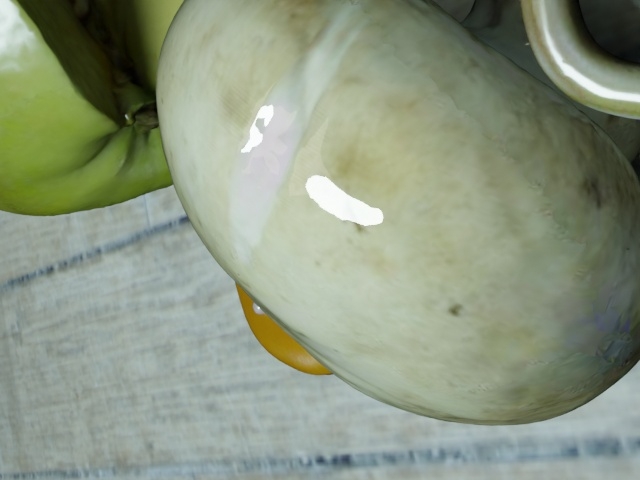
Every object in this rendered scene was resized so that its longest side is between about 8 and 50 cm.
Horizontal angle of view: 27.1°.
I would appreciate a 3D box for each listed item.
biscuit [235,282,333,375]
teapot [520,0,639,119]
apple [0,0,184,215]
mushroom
[{"bbox_3d":[-0.003,0.000,0.759,0.170,0.050,0.170,14,108,53],"label":"biscuit"},{"bbox_3d":[0.185,-0.083,0.354,0.267,0.185,0.175,8,99,20],"label":"teapot"},{"bbox_3d":[-0.143,-0.156,0.730,0.254,0.292,0.292,61,139,18],"label":"apple"},{"bbox_3d":[0.035,-0.032,0.574,0.184,0.255,0.255,-46,52,7],"label":"mushroom"}]
